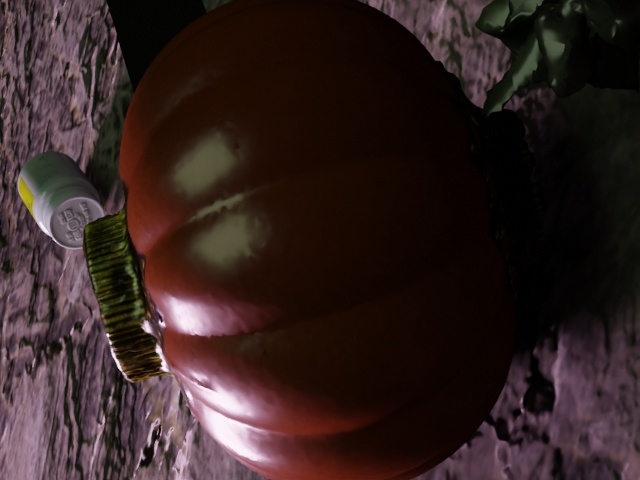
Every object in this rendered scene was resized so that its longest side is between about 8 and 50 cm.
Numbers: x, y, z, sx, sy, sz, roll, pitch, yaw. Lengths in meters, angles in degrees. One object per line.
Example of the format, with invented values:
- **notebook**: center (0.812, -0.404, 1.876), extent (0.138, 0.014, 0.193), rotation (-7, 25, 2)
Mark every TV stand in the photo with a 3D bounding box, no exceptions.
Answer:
- **TV stand**: center (-0.109, -0.151, 1.289), extent (0.049, 0.040, 0.256), rotation (-59, 32, 29)

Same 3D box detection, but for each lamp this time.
- **lamp**: center (0.000, 0.000, 0.847), extent (0.223, 0.197, 0.223), rotation (-17, -90, -90)

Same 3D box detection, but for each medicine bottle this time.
- **medicine bottle**: center (-0.179, -0.028, 1.356), extent (0.047, 0.047, 0.083), rotation (-68, 28, 15)

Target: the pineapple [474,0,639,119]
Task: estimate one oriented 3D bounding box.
- **pineapple**: center (0.141, -0.131, 0.706), extent (0.340, 0.169, 0.169), rotation (171, 110, -68)
